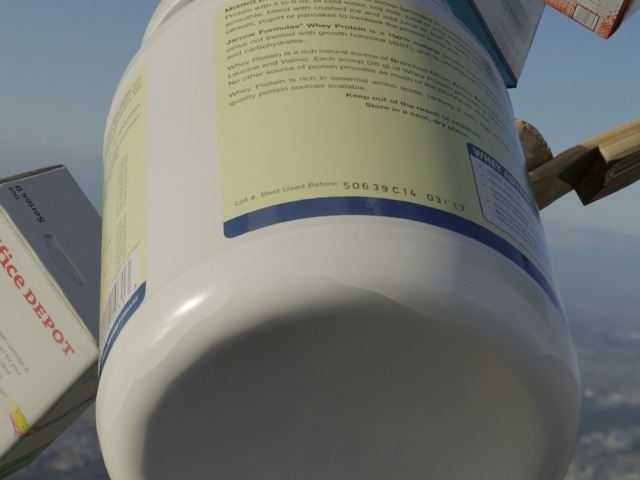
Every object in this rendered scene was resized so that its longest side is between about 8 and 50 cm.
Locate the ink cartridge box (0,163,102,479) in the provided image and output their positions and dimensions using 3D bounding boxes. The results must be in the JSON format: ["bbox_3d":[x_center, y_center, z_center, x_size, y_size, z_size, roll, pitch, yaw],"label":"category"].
[{"bbox_3d":[-0.233,0.068,1.391,0.212,0.154,0.093,-45,-13,36],"label":"ink cartridge box"}]

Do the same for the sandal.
[{"bbox_3d":[0.123,-0.052,1.249,0.240,0.079,0.088,-20,-23,-26],"label":"sandal"}]

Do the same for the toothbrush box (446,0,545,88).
[{"bbox_3d":[0.048,-0.259,1.911,0.295,0.126,0.216,-1,-40,33],"label":"toothbrush box"}]

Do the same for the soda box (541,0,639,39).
[{"bbox_3d":[0.155,-0.223,1.346,0.183,0.058,0.063,34,45,14],"label":"soda box"}]

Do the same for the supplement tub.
[{"bbox_3d":[0.000,0.000,0.999,0.235,0.235,0.325,8,38,-11],"label":"supplement tub"}]
